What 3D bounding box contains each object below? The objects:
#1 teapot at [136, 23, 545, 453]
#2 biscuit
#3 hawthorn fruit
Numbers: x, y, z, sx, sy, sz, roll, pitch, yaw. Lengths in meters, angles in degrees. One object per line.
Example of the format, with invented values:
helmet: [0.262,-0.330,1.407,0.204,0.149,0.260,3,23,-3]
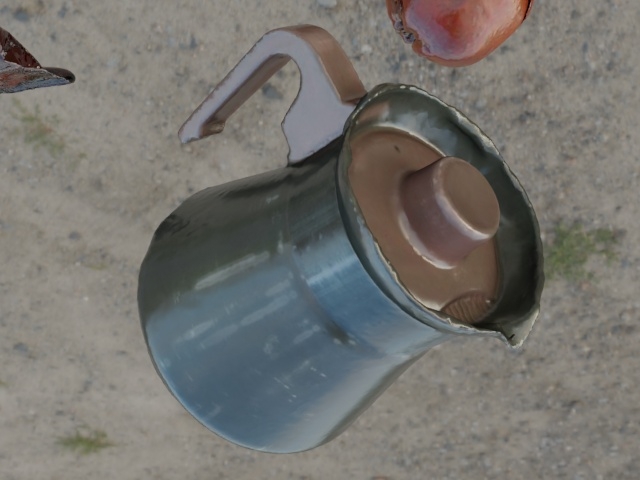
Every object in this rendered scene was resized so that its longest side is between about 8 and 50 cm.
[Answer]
teapot: [0.000,0.000,0.831,0.362,0.376,0.306,-32,175,41]
biscuit: [-0.452,-0.252,1.108,0.151,0.063,0.235,-7,156,17]
hawthorn fruit: [0.256,-0.408,1.368,0.299,0.211,0.211,-29,132,19]
